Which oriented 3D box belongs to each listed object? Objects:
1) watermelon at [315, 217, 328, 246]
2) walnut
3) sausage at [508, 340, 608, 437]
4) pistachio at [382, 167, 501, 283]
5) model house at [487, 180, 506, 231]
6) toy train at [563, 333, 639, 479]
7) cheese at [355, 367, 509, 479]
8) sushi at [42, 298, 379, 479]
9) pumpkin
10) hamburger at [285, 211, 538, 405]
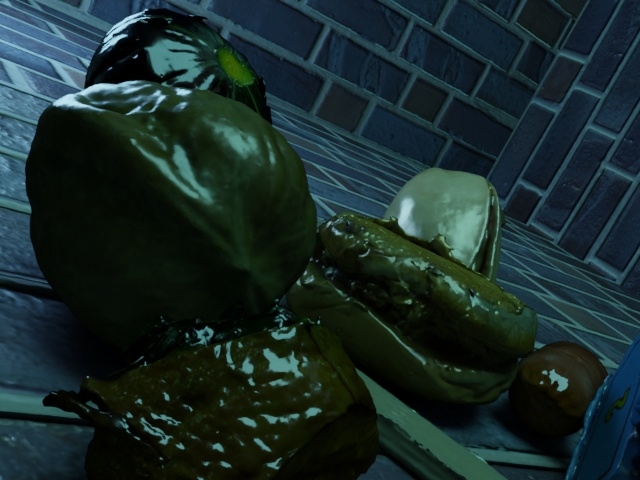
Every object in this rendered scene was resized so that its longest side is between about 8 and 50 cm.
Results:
[{"bbox_3d":[0.000,0.000,1.229,0.187,0.071,0.139,2,21,-45],"label":"watermelon"},{"bbox_3d":[-0.139,-0.025,0.677,0.283,0.227,0.283,41,-19,18],"label":"walnut"},{"bbox_3d":[0.315,0.193,1.024,0.113,0.114,0.259,34,13,24],"label":"sausage"},{"bbox_3d":[0.192,0.017,1.201,0.193,0.214,0.318,35,36,-22],"label":"pistachio"},{"bbox_3d":[0.312,-0.013,1.794,0.248,0.180,0.176,105,-34,-78],"label":"model house"},{"bbox_3d":[0.383,0.185,0.782,0.188,0.265,0.300,34,44,12],"label":"toy train"},{"bbox_3d":[0.109,0.205,0.733,0.400,0.034,0.085,34,10,24],"label":"cheese"},{"bbox_3d":[-0.039,0.108,0.539,0.140,0.149,0.287,31,18,29],"label":"sushi"},{"bbox_3d":[-0.232,-0.187,1.166,0.295,0.296,0.296,26,13,-7],"label":"pumpkin"},{"bbox_3d":[0.118,0.079,0.944,0.318,0.158,0.318,25,14,-6],"label":"hamburger"}]
